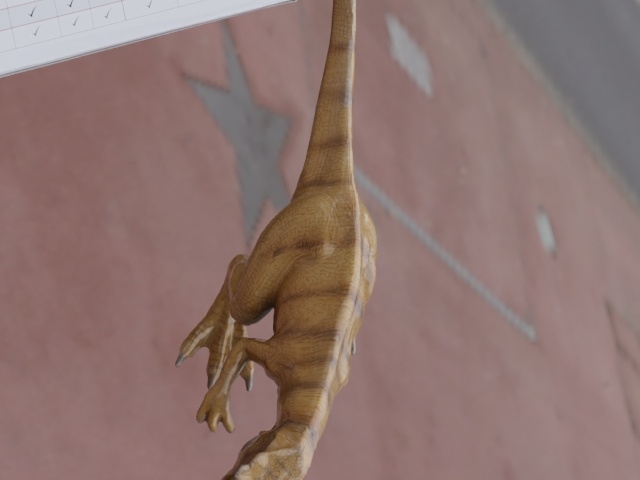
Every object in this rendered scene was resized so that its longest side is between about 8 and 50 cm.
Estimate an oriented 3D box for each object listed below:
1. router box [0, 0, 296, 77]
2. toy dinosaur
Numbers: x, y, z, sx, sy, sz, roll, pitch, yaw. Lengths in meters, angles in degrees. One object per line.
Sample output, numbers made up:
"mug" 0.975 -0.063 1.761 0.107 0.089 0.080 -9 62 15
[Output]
"router box" -0.184 -0.224 0.793 0.335 0.082 0.301 -19 109 -32
"toy dinosaur" 0.000 0.000 0.561 0.112 0.064 0.211 128 -28 -60
